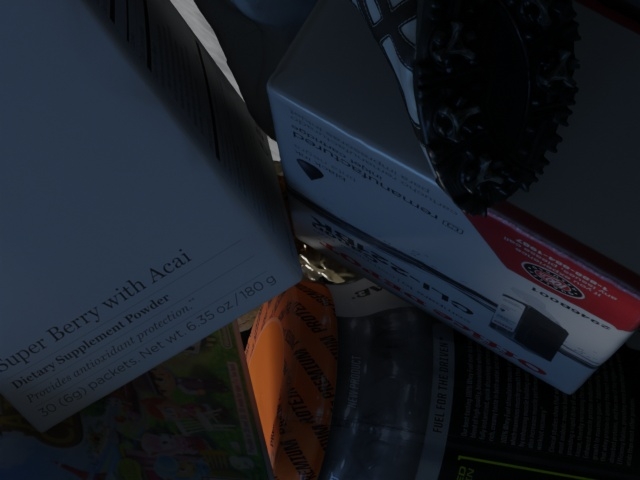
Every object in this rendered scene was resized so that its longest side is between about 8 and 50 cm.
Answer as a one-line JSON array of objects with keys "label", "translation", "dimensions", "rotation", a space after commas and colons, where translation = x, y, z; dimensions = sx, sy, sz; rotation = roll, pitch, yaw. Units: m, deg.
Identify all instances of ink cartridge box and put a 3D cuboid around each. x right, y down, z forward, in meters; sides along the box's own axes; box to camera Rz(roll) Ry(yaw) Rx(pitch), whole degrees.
[{"label": "ink cartridge box", "translation": [0.089, -0.032, 0.767], "dimensions": [0.197, 0.114, 0.273], "rotation": [30, 170, 9]}]

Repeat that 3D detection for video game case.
[{"label": "video game case", "translation": [-0.132, 0.088, 0.875], "dimensions": [0.193, 0.023, 0.212], "rotation": [8, -149, -17]}]

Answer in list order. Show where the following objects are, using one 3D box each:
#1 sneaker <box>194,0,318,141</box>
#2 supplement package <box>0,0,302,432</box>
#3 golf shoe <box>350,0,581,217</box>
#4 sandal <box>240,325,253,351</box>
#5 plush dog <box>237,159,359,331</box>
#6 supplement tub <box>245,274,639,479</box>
[{"label": "sneaker", "translation": [-0.037, -0.134, 0.804], "dimensions": [0.094, 0.080, 0.212], "rotation": [39, 165, 23]}, {"label": "supplement package", "translation": [-0.167, -0.079, 0.786], "dimensions": [0.293, 0.177, 0.175], "rotation": [53, -168, -32]}, {"label": "golf shoe", "translation": [0.043, -0.107, 0.590], "dimensions": [0.094, 0.077, 0.198], "rotation": [32, 142, 56]}, {"label": "sandal", "translation": [0.023, 0.135, 1.554], "dimensions": [0.446, 0.167, 0.107], "rotation": [33, 151, -7]}, {"label": "plush dog", "translation": [0.000, 0.000, 1.083], "dimensions": [0.262, 0.210, 0.225], "rotation": [6, 169, -34]}, {"label": "supplement tub", "translation": [0.111, 0.127, 0.965], "dimensions": [0.316, 0.193, 0.193], "rotation": [12, 173, -15]}]
